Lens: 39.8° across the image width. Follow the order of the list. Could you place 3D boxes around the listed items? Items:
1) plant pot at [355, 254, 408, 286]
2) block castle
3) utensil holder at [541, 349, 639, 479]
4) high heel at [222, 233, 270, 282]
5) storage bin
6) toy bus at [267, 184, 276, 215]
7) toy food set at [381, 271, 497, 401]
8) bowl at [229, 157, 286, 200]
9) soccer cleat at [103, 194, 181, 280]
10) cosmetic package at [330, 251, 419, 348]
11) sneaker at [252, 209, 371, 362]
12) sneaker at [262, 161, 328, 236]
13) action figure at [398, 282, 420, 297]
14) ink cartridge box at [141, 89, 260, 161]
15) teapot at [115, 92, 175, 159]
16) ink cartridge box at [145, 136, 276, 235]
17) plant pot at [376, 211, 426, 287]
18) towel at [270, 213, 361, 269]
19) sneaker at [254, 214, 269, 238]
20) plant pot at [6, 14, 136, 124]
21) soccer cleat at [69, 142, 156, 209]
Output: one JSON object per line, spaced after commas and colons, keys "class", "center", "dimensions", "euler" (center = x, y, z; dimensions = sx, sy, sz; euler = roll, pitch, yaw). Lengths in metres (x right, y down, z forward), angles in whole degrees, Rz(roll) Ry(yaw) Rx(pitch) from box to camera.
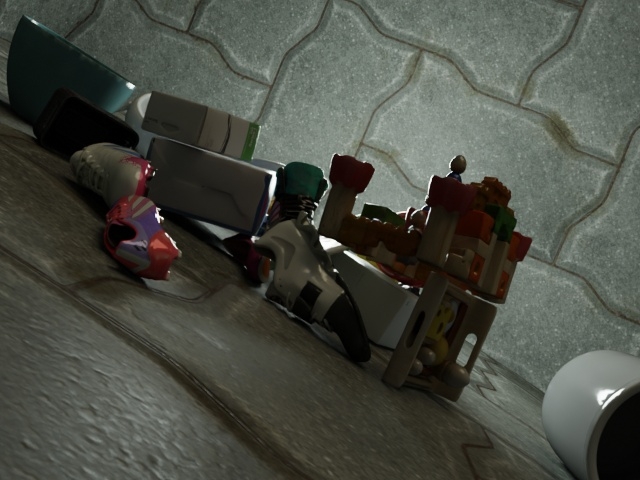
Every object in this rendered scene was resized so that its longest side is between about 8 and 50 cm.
{"class": "plant pot", "center": [0.190, 0.110, 2.783], "dimensions": [0.212, 0.187, 0.212], "euler": [33, 4, 5]}
{"class": "block castle", "center": [0.226, -0.036, 1.771], "dimensions": [0.303, 0.213, 0.453], "euler": [15, -6, 32]}
{"class": "utensil holder", "center": [0.665, 0.408, 1.875], "dimensions": [0.327, 0.327, 0.385], "euler": [33, 2, -3]}
{"class": "high heel", "center": [-0.161, 0.032, 1.851], "dimensions": [0.117, 0.082, 0.244], "euler": [4, 18, 1]}
{"class": "storage bin", "center": [-0.482, -0.218, 1.820], "dimensions": [0.180, 0.122, 0.084], "euler": [31, 5, -35]}
{"class": "toy bus", "center": [-0.163, -0.052, 2.487], "dimensions": [0.191, 0.202, 0.104], "euler": [40, 28, -51]}
{"class": "toy food set", "center": [0.245, 0.197, 1.712], "dimensions": [0.092, 0.220, 0.306], "euler": [23, -2, 30]}
{"class": "bowl", "center": [-0.198, -0.129, 2.620], "dimensions": [0.298, 0.134, 0.298], "euler": [5, -17, 2]}
{"class": "soccer cleat", "center": [-0.277, -0.017, 1.279], "dimensions": [0.095, 0.083, 0.248], "euler": [25, 10, -33]}
{"class": "cosmetic package", "center": [0.124, 0.145, 2.110], "dimensions": [0.224, 0.138, 0.224], "euler": [33, 3, 27]}
{"class": "sneaker", "center": [-0.021, 0.110, 1.688], "dimensions": [0.330, 0.146, 0.122], "euler": [59, -11, 26]}
{"class": "sneaker", "center": [-0.048, -0.081, 1.940], "dimensions": [0.124, 0.178, 0.295], "euler": [15, 7, -10]}
{"class": "action figure", "center": [0.179, 0.167, 2.345], "dimensions": [0.275, 0.141, 0.164], "euler": [17, -7, 28]}
{"class": "ink cartridge box", "center": [-0.260, -0.249, 1.943], "dimensions": [0.160, 0.092, 0.219], "euler": [19, 4, 26]}
{"class": "teapot", "center": [-0.488, -0.311, 2.661], "dimensions": [0.252, 0.187, 0.256], "euler": [-9, 52, -43]}
{"class": "ink cartridge box", "center": [-0.246, -0.129, 2.051], "dimensions": [0.270, 0.151, 0.395], "euler": [18, 6, -2]}
{"class": "plant pot", "center": [0.235, 0.020, 2.195], "dimensions": [0.191, 0.191, 0.174], "euler": [34, 8, 23]}
{"class": "towel", "center": [0.000, 0.000, 2.061], "dimensions": [0.248, 0.325, 0.038], "euler": [-131, -152, -77]}
{"class": "sneaker", "center": [-0.044, 0.030, 2.296], "dimensions": [0.330, 0.130, 0.147], "euler": [33, 6, 2]}
{"class": "plant pot", "center": [-0.596, -0.351, 2.021], "dimensions": [0.290, 0.195, 0.290], "euler": [32, 3, -2]}
{"class": "soccer cleat", "center": [-0.374, -0.107, 1.557], "dimensions": [0.143, 0.116, 0.331], "euler": [15, 6, -16]}
